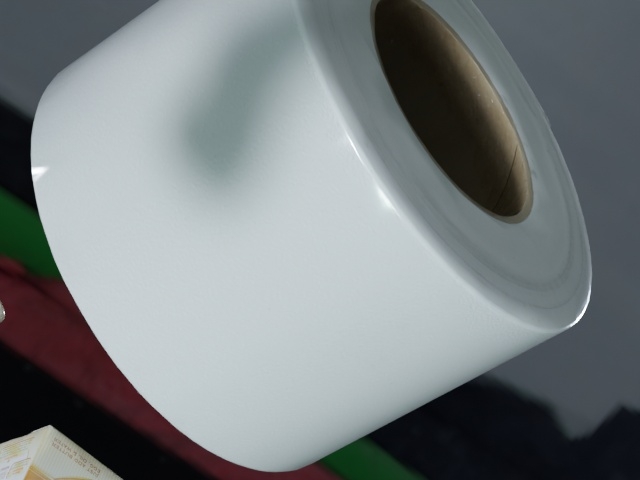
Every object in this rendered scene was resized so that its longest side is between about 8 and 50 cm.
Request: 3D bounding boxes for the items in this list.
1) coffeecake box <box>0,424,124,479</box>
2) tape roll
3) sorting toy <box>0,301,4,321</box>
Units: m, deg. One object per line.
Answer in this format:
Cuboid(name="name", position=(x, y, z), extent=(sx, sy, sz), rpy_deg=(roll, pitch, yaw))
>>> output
Cuboid(name="coffeecake box", position=(-0.173, 0.237, 1.106), extent=(0.142, 0.068, 0.185), rpy_deg=(42, -132, -24))
Cuboid(name="tape roll", position=(0.000, -0.028, 0.870), extent=(0.246, 0.169, 0.246), rpy_deg=(40, -147, -32))
Cuboid(name="sorting toy", position=(-0.321, -0.028, 1.088), extent=(0.257, 0.089, 0.255), rpy_deg=(63, 154, 0))
